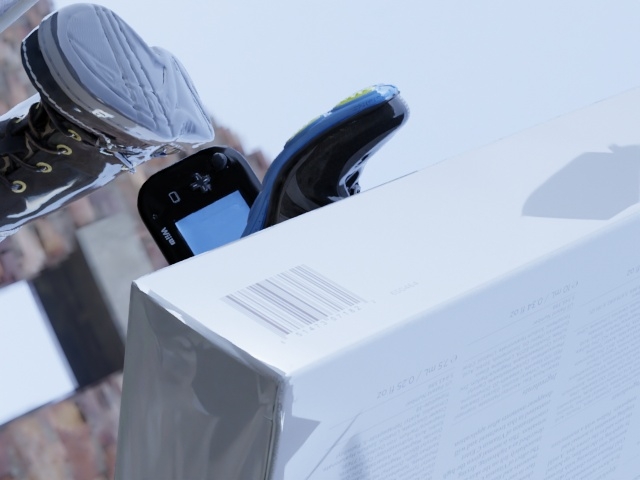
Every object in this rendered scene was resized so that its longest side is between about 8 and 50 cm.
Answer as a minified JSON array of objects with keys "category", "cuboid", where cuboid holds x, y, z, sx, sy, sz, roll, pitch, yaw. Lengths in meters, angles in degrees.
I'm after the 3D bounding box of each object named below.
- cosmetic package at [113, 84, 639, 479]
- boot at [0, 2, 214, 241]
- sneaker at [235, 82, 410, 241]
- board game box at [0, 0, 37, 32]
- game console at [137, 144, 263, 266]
[{"category":"cosmetic package","cuboid":[0.066,0.101,0.857,0.097,0.377,0.284,29,-55,35]},{"category":"boot","cuboid":[-0.281,-0.101,1.744,0.284,0.377,0.138,-25,-95,10]},{"category":"sneaker","cuboid":[0.000,0.000,0.913,0.078,0.067,0.188,34,-66,12]},{"category":"board game box","cuboid":[-0.233,-0.317,1.554,0.390,0.390,0.050,-37,-63,15]},{"category":"game console","cuboid":[-0.036,0.092,1.440,0.361,0.213,0.044,57,-30,10]}]
